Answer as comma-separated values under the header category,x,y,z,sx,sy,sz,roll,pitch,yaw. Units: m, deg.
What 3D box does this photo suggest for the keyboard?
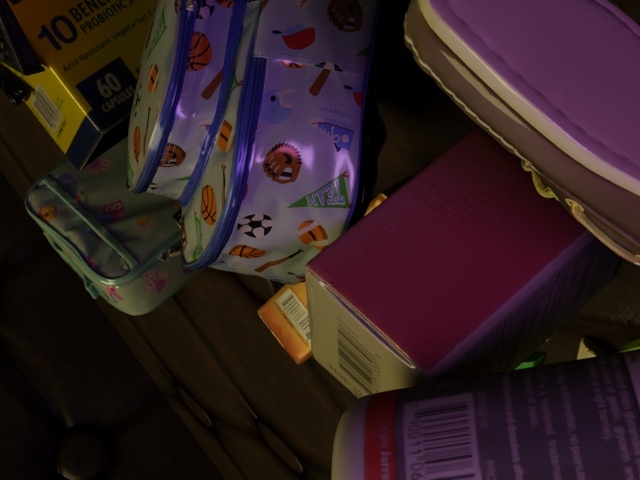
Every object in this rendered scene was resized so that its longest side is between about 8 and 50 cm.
category,x,y,z,sx,sy,sz,roll,pitch,yaw
keyboard,-0.381,-0.231,1.190,0.317,0.033,0.201,31,152,45

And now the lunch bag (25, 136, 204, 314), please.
category,x,y,z,sx,sy,sz,roll,pitch,yaw
lunch bag,-0.276,-0.031,1.593,0.279,0.224,0.108,37,156,36

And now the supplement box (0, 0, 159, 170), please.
category,x,y,z,sx,sy,sz,roll,pitch,yaw
supplement box,-0.282,-0.286,1.211,0.356,0.194,0.195,53,160,-5

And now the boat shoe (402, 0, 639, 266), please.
category,x,y,z,sx,sy,sz,roll,pitch,yaw
boat shoe,0.176,-0.047,0.640,0.324,0.116,0.097,29,146,-13

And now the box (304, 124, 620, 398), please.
category,x,y,z,sx,sy,sz,roll,pitch,yaw
box,0.114,0.024,0.852,0.127,0.232,0.148,41,157,24

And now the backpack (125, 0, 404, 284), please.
category,x,y,z,sx,sy,sz,roll,pitch,yaw
backpack,-0.047,-0.100,0.905,0.276,0.213,0.263,124,146,-69

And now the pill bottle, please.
category,x,y,z,sx,sy,sz,roll,pitch,yaw
pill bottle,0.203,0.170,0.671,0.210,0.363,0.210,-11,-90,-79

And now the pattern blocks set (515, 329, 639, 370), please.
category,x,y,z,sx,sy,sz,roll,pitch,yaw
pattern blocks set,0.299,0.181,1.029,0.325,0.026,0.285,36,155,36

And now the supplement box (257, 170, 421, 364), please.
category,x,y,z,sx,sy,sz,roll,pitch,yaw
supplement box,0.038,0.030,1.113,0.080,0.078,0.233,53,131,5
